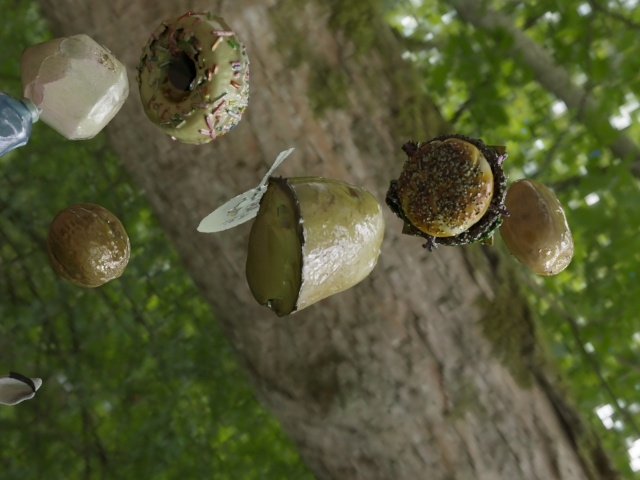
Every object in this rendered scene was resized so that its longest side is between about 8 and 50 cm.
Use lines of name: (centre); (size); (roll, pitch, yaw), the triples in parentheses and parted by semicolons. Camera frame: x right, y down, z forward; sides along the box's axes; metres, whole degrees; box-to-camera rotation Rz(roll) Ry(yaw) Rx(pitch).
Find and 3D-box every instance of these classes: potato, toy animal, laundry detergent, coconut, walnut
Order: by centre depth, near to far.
laundry detergent: (-0.450, -0.133, 1.484); (0.206, 0.096, 0.061); (-33, -158, -28)
toy animal: (-0.478, 0.170, 1.541); (0.127, 0.181, 0.131); (-40, 173, 0)
potato: (0.344, -0.021, 1.858); (0.109, 0.118, 0.178); (-20, -130, 6)
coconut: (-0.417, -0.267, 1.928); (0.171, 0.183, 0.171); (-47, -167, 14)
potato: (0.000, 0.000, 2.073); (0.242, 0.285, 0.242); (6, -146, -4)
walnut: (-0.432, 0.009, 2.141); (0.149, 0.166, 0.166); (-44, -163, -1)

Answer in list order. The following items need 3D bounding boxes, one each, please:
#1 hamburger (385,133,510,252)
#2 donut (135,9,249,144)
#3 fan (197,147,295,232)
hamburger: (0.171, -0.071, 1.593); (0.189, 0.164, 0.093); (-7, 169, 33)
donut: (-0.166, -0.205, 1.451); (0.174, 0.174, 0.068); (-20, 170, 40)
fan: (-0.136, -0.099, 2.452); (0.233, 0.012, 0.414); (-23, 169, -26)
